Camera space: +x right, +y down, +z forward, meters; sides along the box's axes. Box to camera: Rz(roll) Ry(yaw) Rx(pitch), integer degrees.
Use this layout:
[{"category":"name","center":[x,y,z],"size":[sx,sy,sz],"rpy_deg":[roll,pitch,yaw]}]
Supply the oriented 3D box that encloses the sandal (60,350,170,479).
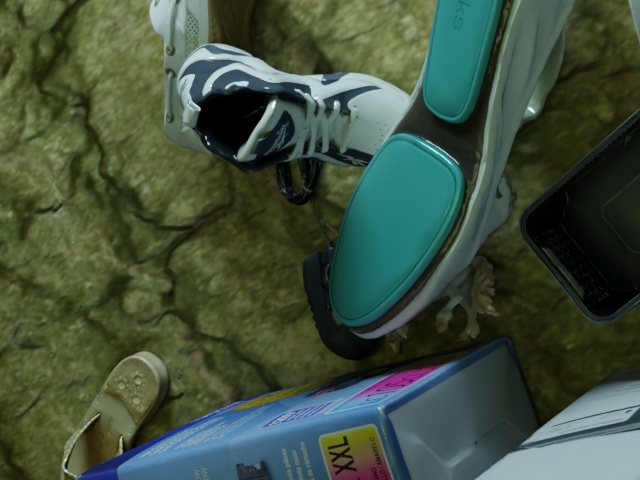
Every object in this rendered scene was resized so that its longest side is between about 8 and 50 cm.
[{"category":"sandal","center":[-0.241,0.222,1.742],"size":[0.088,0.079,0.240],"rpy_deg":[37,117,18]}]

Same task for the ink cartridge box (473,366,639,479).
[{"category":"ink cartridge box","center":[0.266,0.275,1.282],"size":[0.166,0.395,0.285],"rpy_deg":[-15,94,32]}]

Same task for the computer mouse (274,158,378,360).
[{"category":"computer mouse","center":[0.000,0.000,1.577],"size":[0.071,0.041,0.242],"rpy_deg":[-18,92,32]}]

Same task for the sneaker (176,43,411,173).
[{"category":"sneaker","center":[-0.018,-0.099,1.460],"size":[0.235,0.153,0.094],"rpy_deg":[21,115,-6]}]

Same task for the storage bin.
[{"category":"storage bin","center":[0.273,-0.029,1.390],"size":[0.180,0.084,0.122],"rpy_deg":[-44,79,31]}]

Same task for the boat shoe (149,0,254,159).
[{"category":"boat shoe","center":[-0.119,-0.216,1.561],"size":[0.096,0.098,0.277],"rpy_deg":[11,108,26]}]

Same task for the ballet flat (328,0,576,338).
[{"category":"ballet flat","center":[0.131,-0.088,1.429],"size":[0.139,0.139,0.400],"rpy_deg":[28,113,22]}]

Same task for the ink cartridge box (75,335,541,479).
[{"category":"ink cartridge box","center":[-0.027,0.221,1.509],"size":[0.395,0.270,0.151],"rpy_deg":[-18,90,31]}]

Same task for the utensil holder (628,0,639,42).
[{"category":"utensil holder","center":[0.442,-0.201,1.116],"size":[0.385,0.327,0.327],"rpy_deg":[-15,93,30]}]

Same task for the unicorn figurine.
[{"category":"unicorn figurine","center":[0.086,0.044,1.524],"size":[0.162,0.060,0.111],"rpy_deg":[-2,63,10]}]
